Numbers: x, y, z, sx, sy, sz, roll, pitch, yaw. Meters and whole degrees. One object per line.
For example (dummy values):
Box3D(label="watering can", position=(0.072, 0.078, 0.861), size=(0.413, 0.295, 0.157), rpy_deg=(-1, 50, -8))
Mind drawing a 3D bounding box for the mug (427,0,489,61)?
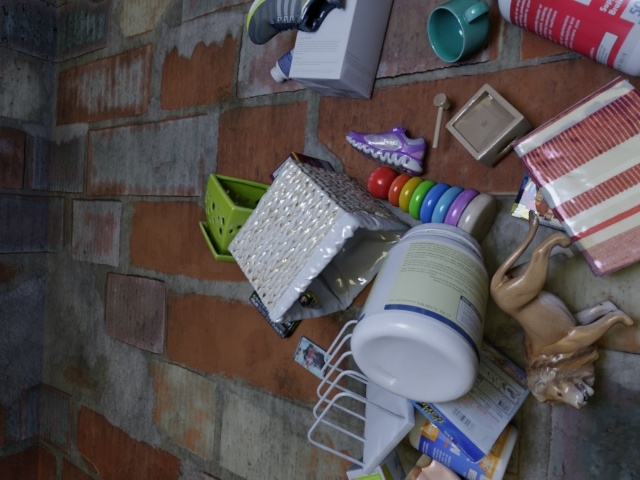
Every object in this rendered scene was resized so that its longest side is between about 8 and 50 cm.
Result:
Box3D(label="mug", position=(0.341, -0.500, 0.967), size=(0.098, 0.129, 0.157), rpy_deg=(-30, 40, -10))

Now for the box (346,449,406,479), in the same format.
Box3D(label="box", position=(0.173, 0.684, 1.086), size=(0.114, 0.103, 0.202), rpy_deg=(-30, 74, 29))

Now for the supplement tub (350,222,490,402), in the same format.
Box3D(label="supplement tub", position=(0.219, 0.135, 0.855), size=(0.236, 0.324, 0.235), rpy_deg=(15, 134, 17))

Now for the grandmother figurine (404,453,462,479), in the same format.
Box3D(label="grandmother figurine", position=(0.363, 0.664, 0.968), size=(0.342, 0.104, 0.207), rpy_deg=(37, 131, 29))

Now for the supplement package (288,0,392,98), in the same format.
Box3D(label="supplement package", position=(0.059, -0.563, 1.126), size=(0.178, 0.175, 0.292), rpy_deg=(18, 100, 34))

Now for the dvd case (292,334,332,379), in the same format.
Box3D(label="dvd case", position=(-0.025, 0.360, 1.269), size=(0.120, 0.013, 0.087), rpy_deg=(28, 104, 30))

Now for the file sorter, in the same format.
Box3D(label="file sorter", position=(0.096, 0.356, 0.995), size=(0.173, 0.277, 0.192), rpy_deg=(28, 115, -4))

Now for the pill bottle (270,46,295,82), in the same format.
Box3D(label="pill bottle", position=(-0.097, -0.551, 1.290), size=(0.120, 0.067, 0.066), rpy_deg=(-26, 76, 29))

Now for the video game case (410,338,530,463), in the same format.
Box3D(label="video game case", position=(0.305, 0.303, 0.925), size=(0.270, 0.245, 0.061), rpy_deg=(41, 138, 26))

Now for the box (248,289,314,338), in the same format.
Box3D(label="box", position=(-0.123, 0.183, 1.316), size=(0.191, 0.045, 0.184), rpy_deg=(42, 109, 27))

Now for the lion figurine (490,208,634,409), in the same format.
Box3D(label="lion figurine", position=(0.455, 0.150, 0.841), size=(0.240, 0.142, 0.392), rpy_deg=(-39, 93, 19))

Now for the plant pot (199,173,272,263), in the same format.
Box3D(label="plant pot", position=(-0.236, -0.052, 1.261), size=(0.227, 0.229, 0.207), rpy_deg=(50, 122, 44))

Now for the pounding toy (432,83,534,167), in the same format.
Box3D(label="pounding toy", position=(0.360, -0.276, 0.988), size=(0.181, 0.094, 0.205), rpy_deg=(-47, 57, 29))

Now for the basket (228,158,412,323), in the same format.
Box3D(label="basket", position=(0.000, 0.000, 1.073), size=(0.266, 0.329, 0.331), rpy_deg=(50, 115, 25))

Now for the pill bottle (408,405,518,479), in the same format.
Box3D(label="pill bottle", position=(0.305, 0.449, 0.975), size=(0.272, 0.152, 0.152), rpy_deg=(19, 100, 31))

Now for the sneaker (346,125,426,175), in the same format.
Box3D(label="sneaker", position=(0.182, -0.259, 1.102), size=(0.237, 0.095, 0.104), rpy_deg=(26, 97, 25))

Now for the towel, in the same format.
Box3D(label="towel", position=(0.572, -0.123, 0.809), size=(0.237, 0.037, 0.328), rpy_deg=(-34, 71, 28))

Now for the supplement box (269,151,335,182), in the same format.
Box3D(label="supplement box", position=(-0.041, -0.178, 1.179), size=(0.104, 0.188, 0.080), rpy_deg=(-39, 71, 27))

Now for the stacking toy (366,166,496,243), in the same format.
Box3D(label="stacking toy", position=(0.258, -0.107, 1.034), size=(0.330, 0.141, 0.141), rpy_deg=(32, 106, 35))

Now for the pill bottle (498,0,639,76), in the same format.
Box3D(label="pill bottle", position=(0.513, -0.511, 0.804), size=(0.408, 0.229, 0.228), rpy_deg=(42, 111, 26))

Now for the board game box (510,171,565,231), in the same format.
Box3D(label="board game box", position=(0.544, -0.114, 0.882), size=(0.194, 0.060, 0.193), rpy_deg=(24, 101, 31))

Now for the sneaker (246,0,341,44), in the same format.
Box3D(label="sneaker", position=(-0.073, -0.582, 1.049), size=(0.300, 0.111, 0.121), rpy_deg=(-19, 82, 37))
